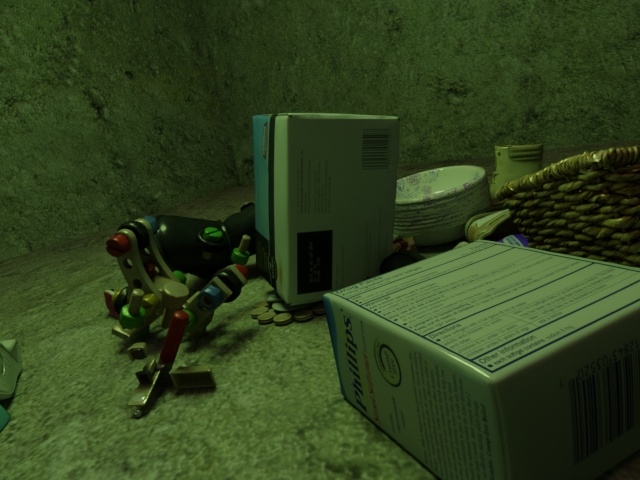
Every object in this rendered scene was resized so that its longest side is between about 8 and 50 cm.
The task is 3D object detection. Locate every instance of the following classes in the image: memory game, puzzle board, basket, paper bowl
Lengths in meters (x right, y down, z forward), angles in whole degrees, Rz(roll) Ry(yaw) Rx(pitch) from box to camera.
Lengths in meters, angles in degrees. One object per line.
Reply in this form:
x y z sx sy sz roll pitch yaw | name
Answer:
-0.050 0.127 0.977 0.186 0.012 0.186 -11 14 3 | memory game
-0.053 0.101 1.036 0.096 0.011 0.128 -8 14 14 | puzzle board
0.412 -0.040 0.629 0.213 0.223 0.299 -29 -4 0 | basket
0.294 -0.084 1.252 0.284 0.148 0.284 -15 16 5 | paper bowl

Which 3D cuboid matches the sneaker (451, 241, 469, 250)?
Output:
0.314 0.043 0.983 0.061 0.054 0.152 -30 16 -19 | sneaker

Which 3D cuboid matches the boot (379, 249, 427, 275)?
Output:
0.102 0.095 0.813 0.207 0.094 0.246 -11 19 -20 | boot

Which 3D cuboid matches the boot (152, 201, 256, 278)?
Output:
-0.144 -0.056 1.159 0.445 0.146 0.367 -21 -7 3 | boot

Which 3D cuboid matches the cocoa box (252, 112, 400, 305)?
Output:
0.000 -0.080 0.989 0.231 0.347 0.228 -5 15 -22 | cocoa box

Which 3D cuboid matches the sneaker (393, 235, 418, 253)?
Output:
0.172 0.041 1.068 0.083 0.070 0.185 -16 6 15 | sneaker

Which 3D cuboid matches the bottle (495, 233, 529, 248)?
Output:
0.369 0.036 0.855 0.282 0.092 0.118 -9 20 6 | bottle

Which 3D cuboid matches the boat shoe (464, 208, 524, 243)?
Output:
0.477 -0.036 1.062 0.302 0.113 0.103 -19 13 10 | boat shoe

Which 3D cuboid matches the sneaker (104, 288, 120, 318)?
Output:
-0.425 0.139 1.108 0.170 0.063 0.075 6 21 35 | sneaker

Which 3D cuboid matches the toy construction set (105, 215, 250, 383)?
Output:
-0.277 0.129 0.874 0.257 0.237 0.309 16 26 -16 | toy construction set

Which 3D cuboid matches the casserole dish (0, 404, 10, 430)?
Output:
-0.518 0.278 0.667 0.114 0.037 0.188 -11 14 -2 | casserole dish

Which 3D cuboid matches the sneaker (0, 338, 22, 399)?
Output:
-0.586 0.222 0.785 0.151 0.094 0.256 -11 -2 -25 | sneaker

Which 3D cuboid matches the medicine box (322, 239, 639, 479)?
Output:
0.189 0.118 0.545 0.263 0.149 0.289 -16 14 -24 | medicine box

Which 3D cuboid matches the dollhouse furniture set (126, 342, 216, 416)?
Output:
-0.217 0.200 0.689 0.114 0.091 0.081 -5 29 8 | dollhouse furniture set

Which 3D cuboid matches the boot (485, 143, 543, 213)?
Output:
0.477 -0.158 1.328 0.262 0.204 0.095 -3 15 27 | boot
